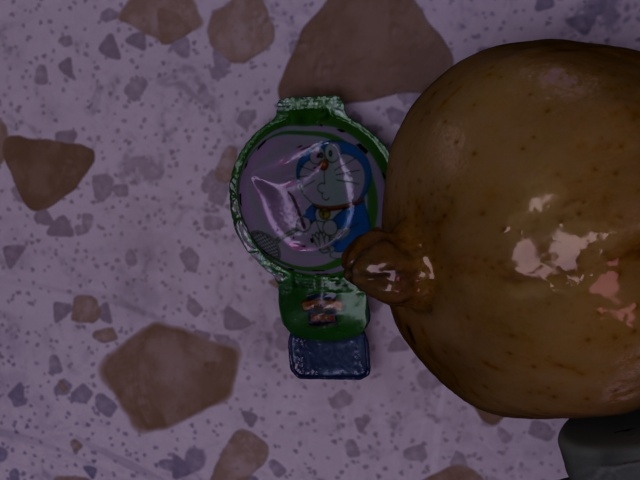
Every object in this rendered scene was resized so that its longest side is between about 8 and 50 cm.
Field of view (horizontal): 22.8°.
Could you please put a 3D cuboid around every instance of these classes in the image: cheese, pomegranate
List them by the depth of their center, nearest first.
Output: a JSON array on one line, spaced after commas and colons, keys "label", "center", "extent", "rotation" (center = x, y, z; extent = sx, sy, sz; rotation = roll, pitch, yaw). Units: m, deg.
[{"label": "pomegranate", "center": [0.207, -0.003, 1.521], "extent": [0.410, 0.410, 0.410], "rotation": [3, 102, 15]}, {"label": "cheese", "center": [0.000, 0.000, 1.751], "extent": [0.204, 0.083, 0.320], "rotation": [-1, 100, 17]}]

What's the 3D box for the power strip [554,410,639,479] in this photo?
[{"label": "power strip", "center": [0.402, 0.220, 1.548], "extent": [0.358, 0.357, 0.161], "rotation": [-17, 95, 19]}]
